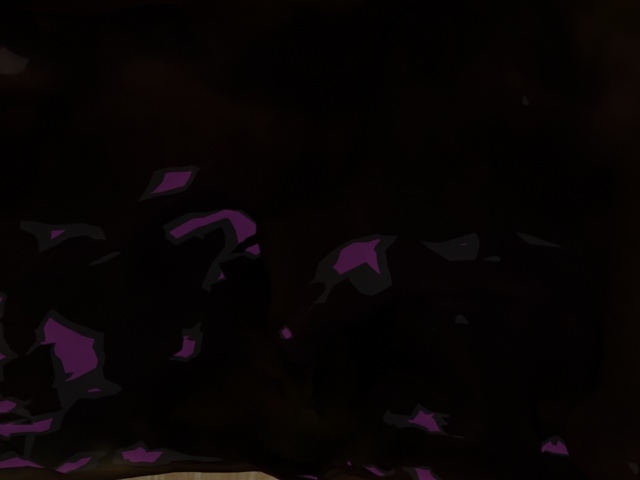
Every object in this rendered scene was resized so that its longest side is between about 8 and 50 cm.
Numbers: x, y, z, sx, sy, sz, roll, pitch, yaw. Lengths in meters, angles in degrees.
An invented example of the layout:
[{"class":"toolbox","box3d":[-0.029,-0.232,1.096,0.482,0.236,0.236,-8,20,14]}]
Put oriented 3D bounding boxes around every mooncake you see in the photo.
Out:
[{"class":"mooncake","box3d":[0.000,0.000,0.576,0.394,0.246,0.393,-2,-178,-14]}]

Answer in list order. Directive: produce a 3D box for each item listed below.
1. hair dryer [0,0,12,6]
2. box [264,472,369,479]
[{"class":"hair dryer","box3d":[-0.232,-0.118,0.711,0.340,0.123,0.312,-4,178,10]},{"class":"box","box3d":[0.101,0.091,0.900,0.339,0.229,0.239,24,172,2]}]
